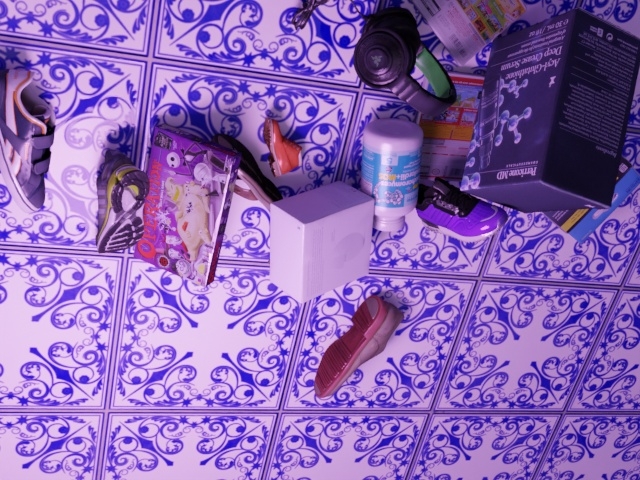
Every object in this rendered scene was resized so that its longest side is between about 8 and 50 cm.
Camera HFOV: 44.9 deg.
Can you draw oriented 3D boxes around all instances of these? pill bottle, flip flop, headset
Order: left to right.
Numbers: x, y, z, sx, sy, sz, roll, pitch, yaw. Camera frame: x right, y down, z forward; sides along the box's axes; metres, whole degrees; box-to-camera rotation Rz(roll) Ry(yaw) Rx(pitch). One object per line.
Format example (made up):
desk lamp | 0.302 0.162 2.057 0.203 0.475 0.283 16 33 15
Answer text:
flip flop | -0.177 -0.141 1.860 0.080 0.112 0.277 -27 130 17
headset | 0.130 -0.415 1.726 0.394 0.243 0.185 40 123 -16
pill bottle | 0.173 -0.158 1.917 0.146 0.146 0.264 -7 121 -13

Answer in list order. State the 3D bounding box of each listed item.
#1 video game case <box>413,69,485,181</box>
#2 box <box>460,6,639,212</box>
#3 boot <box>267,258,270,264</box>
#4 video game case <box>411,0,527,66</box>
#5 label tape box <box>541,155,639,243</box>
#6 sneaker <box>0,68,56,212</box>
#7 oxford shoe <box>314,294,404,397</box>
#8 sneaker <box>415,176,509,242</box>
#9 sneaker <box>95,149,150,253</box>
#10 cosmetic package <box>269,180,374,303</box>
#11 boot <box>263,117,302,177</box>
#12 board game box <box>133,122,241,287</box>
video game case | 0.330 -0.285 1.961 0.204 0.025 0.285 3 119 -17
box | 0.523 -0.280 1.774 0.212 0.293 0.395 16 83 -24
boot | -0.072 0.036 2.025 0.106 0.037 0.114 19 116 -27
video game case | 0.346 -0.557 1.810 0.206 0.026 0.227 -40 121 9
label tape box | 0.662 -0.181 2.070 0.348 0.115 0.249 32 107 -32
sneaker | -0.629 -0.211 1.664 0.128 0.126 0.321 -11 120 -3
oxford shoe | 0.112 0.321 2.193 0.130 0.123 0.348 25 111 -33
sneaker | 0.329 -0.087 1.932 0.102 0.293 0.146 -45 119 -22
sneaker | -0.471 -0.086 1.801 0.111 0.121 0.300 -9 142 -35
cosmetic package | 0.000 0.000 1.905 0.225 0.138 0.224 -21 128 -36
boot | -0.089 -0.232 1.855 0.085 0.059 0.157 -19 131 -9
board game box | -0.317 -0.078 1.817 0.208 0.056 0.346 23 117 16
